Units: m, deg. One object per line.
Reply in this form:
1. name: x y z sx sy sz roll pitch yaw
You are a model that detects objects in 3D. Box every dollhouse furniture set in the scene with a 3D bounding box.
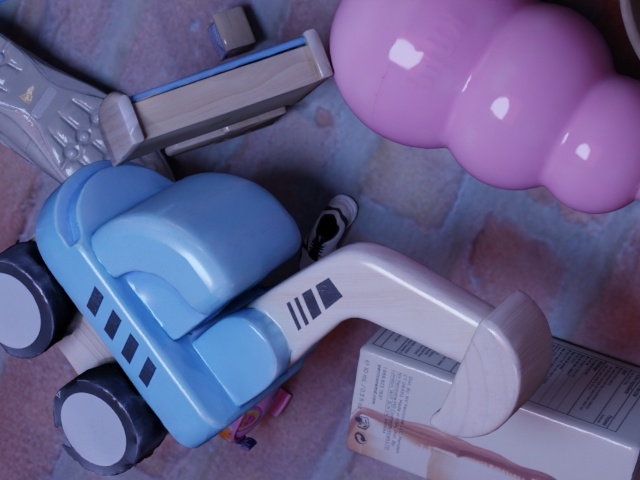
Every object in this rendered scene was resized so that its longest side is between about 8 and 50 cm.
1. dollhouse furniture set: -0.156 -0.246 1.759 0.286 0.198 0.303 154 96 -74

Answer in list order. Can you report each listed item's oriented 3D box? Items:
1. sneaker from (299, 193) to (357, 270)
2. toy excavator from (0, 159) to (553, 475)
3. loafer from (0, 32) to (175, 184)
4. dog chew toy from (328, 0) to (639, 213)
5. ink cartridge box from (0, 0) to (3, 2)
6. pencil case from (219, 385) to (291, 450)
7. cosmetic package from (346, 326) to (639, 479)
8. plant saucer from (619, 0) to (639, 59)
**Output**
1. sneaker: 0.000 0.000 1.931 0.040 0.044 0.109 32 124 10
2. toy excavator: -0.057 0.063 1.734 0.433 0.222 0.445 53 129 2
3. loafer: -0.294 -0.134 2.004 0.319 0.111 0.112 39 83 -3
4. dog chew toy: 0.173 -0.141 1.674 0.332 0.206 0.207 34 123 14
5. ink cartridge box: -0.394 -0.300 1.983 0.143 0.092 0.090 -2 109 28
6. pencil case: -0.166 0.108 2.024 0.284 0.124 0.124 31 122 12
7. cosmetic package: 0.192 0.177 1.840 0.296 0.153 0.129 19 120 22
8. plant saucer: 0.399 -0.228 1.588 0.277 0.041 0.278 5 114 11
